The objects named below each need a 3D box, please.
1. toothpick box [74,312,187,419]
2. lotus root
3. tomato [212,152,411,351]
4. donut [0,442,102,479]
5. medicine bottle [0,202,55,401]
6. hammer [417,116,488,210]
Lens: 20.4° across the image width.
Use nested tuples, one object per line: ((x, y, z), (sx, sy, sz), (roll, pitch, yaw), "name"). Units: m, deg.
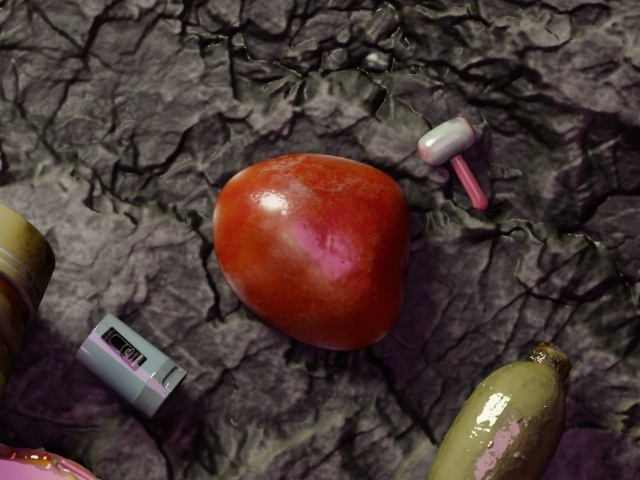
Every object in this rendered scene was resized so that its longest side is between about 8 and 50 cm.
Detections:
((-0.160, 0.106, 1.497), (0.083, 0.052, 0.052), (38, 84, 2), "toothpick box")
((0.156, 0.167, 1.490), (0.077, 0.090, 0.183), (27, 80, 41), "lotus root")
((-0.007, 0.005, 1.501), (0.174, 0.082, 0.166), (9, 85, -5), "tomato")
((-0.243, 0.271, 1.459), (0.233, 0.085, 0.199), (40, 83, 2), "donut")
((-0.331, 0.126, 1.383), (0.151, 0.151, 0.322), (19, 62, -1), "medicine bottle")
((0.123, -0.063, 1.542), (0.053, 0.031, 0.083), (-31, 93, -2), "hammer")
